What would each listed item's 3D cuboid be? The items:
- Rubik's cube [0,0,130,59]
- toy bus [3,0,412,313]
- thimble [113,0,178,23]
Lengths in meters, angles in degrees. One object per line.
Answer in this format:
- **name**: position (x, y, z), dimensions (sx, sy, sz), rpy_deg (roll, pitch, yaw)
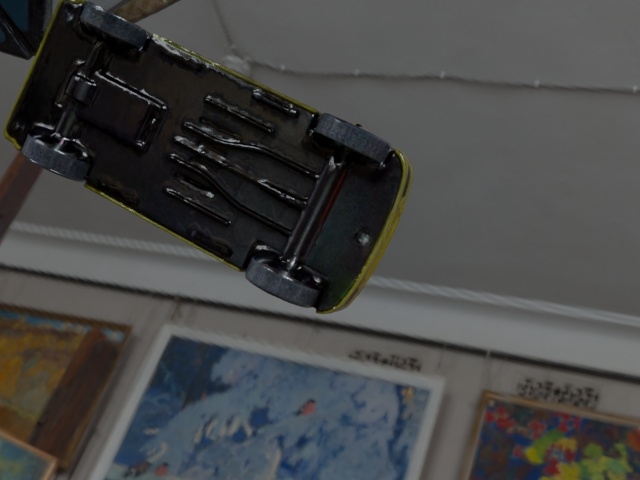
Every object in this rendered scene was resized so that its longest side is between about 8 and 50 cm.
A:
- **Rubik's cube**: position (-0.333, -0.360, 0.928), dimensions (0.259, 0.255, 0.260), rpy_deg (14, -59, 5)
- **toy bus**: position (-0.083, -0.071, 0.763), dimensions (0.331, 0.145, 0.151), rpy_deg (28, 5, 16)
- **thimble**: position (-0.293, -0.433, 1.454), dimensions (0.229, 0.196, 0.148), rpy_deg (-17, -60, 18)
